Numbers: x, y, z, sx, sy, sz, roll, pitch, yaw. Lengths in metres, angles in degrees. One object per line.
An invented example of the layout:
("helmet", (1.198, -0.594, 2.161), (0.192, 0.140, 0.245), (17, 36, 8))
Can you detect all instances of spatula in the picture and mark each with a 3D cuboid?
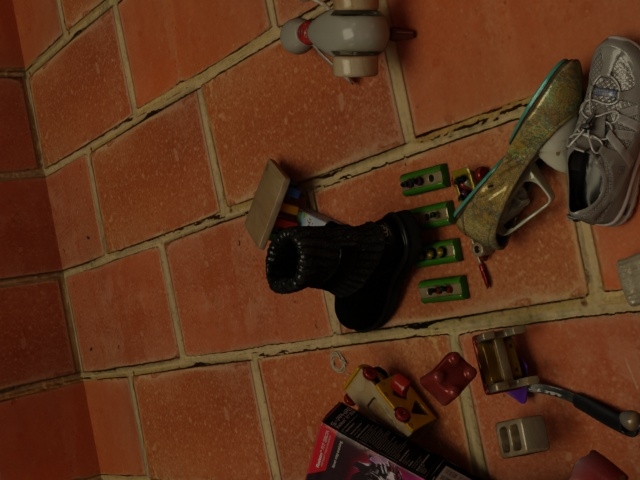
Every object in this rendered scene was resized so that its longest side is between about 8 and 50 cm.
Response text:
("spatula", (0.389, 0.251, 1.549), (0.296, 0.030, 0.084), (20, 118, 47))

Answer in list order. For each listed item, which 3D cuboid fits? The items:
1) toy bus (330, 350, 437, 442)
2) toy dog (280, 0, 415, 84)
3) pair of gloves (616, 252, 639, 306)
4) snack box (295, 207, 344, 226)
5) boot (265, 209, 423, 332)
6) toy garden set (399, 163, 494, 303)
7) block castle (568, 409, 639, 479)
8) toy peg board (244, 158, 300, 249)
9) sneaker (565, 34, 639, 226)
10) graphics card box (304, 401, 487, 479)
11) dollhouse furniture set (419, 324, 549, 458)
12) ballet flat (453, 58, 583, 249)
("toy bus", (0.129, 0.304, 1.828), (0.191, 0.104, 0.202), (4, 104, 46))
("toy dog", (0.055, -0.392, 1.784), (0.334, 0.160, 0.220), (-126, 41, -51))
("pair of gloves", (0.539, 0.093, 1.323), (0.204, 0.042, 0.240), (-37, 70, 44))
("snack box", (0.000, 0.000, 1.982), (0.141, 0.037, 0.100), (27, 116, 47))
("boot", (0.018, 0.073, 1.772), (0.131, 0.260, 0.348), (61, 150, 31))
("toy garden set", (0.224, -0.014, 1.690), (0.203, 0.049, 0.244), (-12, 88, 52))
("block castle", (0.414, 0.480, 1.351), (0.212, 0.303, 0.454), (27, 118, 38))
("toy peg board", (-0.086, -0.071, 2.031), (0.161, 0.079, 0.161), (-69, 22, 13))
("sneaker", (0.412, -0.152, 1.373), (0.105, 0.115, 0.281), (14, 108, 49))
("graphics card box", (0.146, 0.485, 1.750), (0.370, 0.094, 0.233), (26, 118, 20))
("dollhouse furniture set", (0.259, 0.344, 1.550), (0.152, 0.201, 0.374), (123, 137, -71))
("ballet flat", (0.334, -0.119, 1.486), (0.123, 0.123, 0.349), (55, 133, 29))
